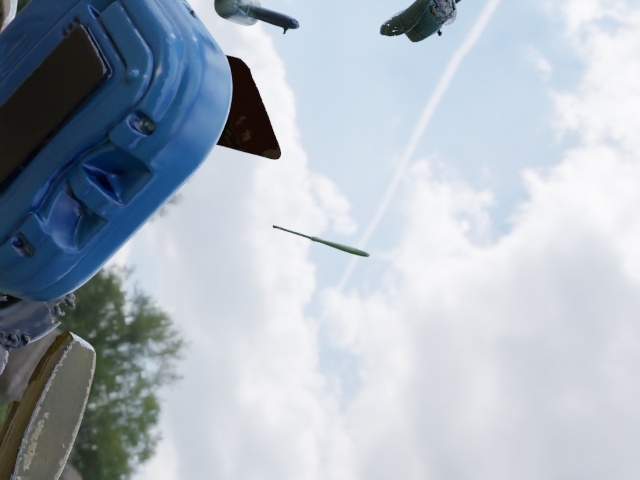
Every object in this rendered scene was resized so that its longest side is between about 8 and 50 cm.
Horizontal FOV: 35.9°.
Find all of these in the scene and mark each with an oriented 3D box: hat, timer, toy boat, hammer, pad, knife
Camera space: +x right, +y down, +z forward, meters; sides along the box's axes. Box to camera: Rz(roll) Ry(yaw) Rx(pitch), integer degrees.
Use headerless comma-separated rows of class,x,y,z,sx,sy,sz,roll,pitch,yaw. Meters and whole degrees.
hat,0.188,-0.390,1.731,0.078,0.138,0.191,61,-27,-5
timer,-0.258,-0.124,1.022,0.340,0.115,0.309,-43,-129,12
toy boat,-0.396,0.262,1.391,0.121,0.089,0.321,-34,-148,36
hammer,-0.123,-0.469,2.050,0.194,0.116,0.069,25,-80,29
pad,-0.169,-0.213,1.495,0.267,0.004,0.181,19,-41,43
knife,0.000,0.000,1.928,0.030,0.207,0.014,-2,109,-75

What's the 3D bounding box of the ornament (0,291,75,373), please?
ornament,-0.536,0.070,1.703,0.106,0.260,0.251,-1,-53,44

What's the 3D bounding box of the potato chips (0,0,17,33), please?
potato chips,-0.526,-0.421,1.599,0.195,0.062,0.208,4,-79,59
